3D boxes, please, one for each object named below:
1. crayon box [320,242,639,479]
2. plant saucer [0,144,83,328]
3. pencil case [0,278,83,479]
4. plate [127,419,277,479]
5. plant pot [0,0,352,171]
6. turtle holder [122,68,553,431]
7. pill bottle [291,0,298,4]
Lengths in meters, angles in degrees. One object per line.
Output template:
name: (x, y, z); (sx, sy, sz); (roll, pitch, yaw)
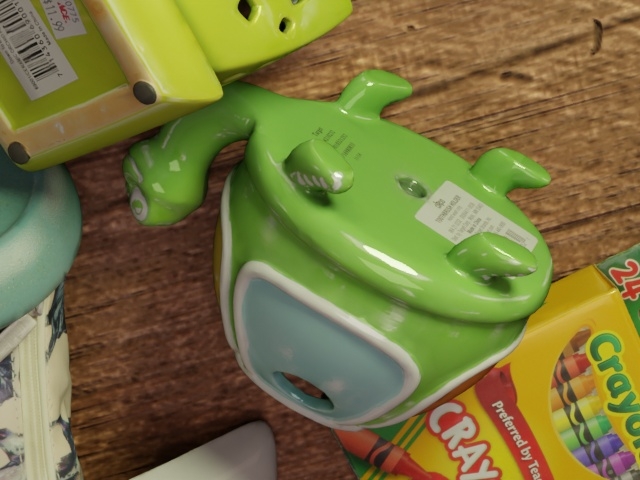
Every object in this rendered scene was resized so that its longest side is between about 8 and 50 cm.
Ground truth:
crayon box: (0.187, 0.158, 1.259); (0.319, 0.081, 0.202); (-27, 107, 2)
plant saucer: (-0.326, -0.043, 1.032); (0.318, 0.317, 0.043); (11, 128, -8)
pencil case: (-0.259, 0.176, 1.167); (0.160, 0.183, 0.410); (-14, 109, -29)
plate: (-0.119, 0.319, 1.203); (0.277, 0.045, 0.278); (-19, 114, -46)
plant pot: (-0.150, -0.185, 1.012); (0.227, 0.207, 0.228); (-16, 112, 37)
turtle holder: (0.007, 0.013, 1.119); (0.320, 0.243, 0.227); (18, 121, -19)
pill bottle: (-0.037, -0.260, 1.101); (0.103, 0.103, 0.184); (-28, 106, 3)
